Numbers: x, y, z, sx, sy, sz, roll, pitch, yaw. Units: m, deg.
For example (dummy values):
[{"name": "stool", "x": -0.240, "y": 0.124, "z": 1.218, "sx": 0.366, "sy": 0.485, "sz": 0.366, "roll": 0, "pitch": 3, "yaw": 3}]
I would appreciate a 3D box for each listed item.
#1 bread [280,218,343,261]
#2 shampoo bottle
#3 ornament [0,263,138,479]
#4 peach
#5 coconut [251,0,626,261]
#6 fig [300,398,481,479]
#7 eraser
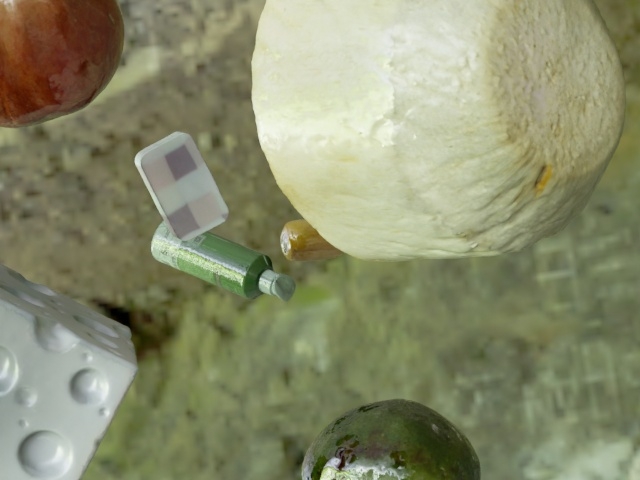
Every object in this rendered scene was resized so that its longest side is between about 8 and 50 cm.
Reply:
[{"name": "bread", "x": 0.001, "y": 0.000, "z": 2.250, "sx": 0.103, "sy": 0.049, "sz": 0.062, "roll": -6, "pitch": 142, "yaw": -18}, {"name": "shampoo bottle", "x": -0.119, "y": 0.029, "z": 2.180, "sx": 0.204, "sy": 0.065, "sz": 0.065, "roll": 22, "pitch": -172, "yaw": 30}, {"name": "ornament", "x": -0.355, "y": 0.166, "z": 1.850, "sx": 0.239, "sy": 0.240, "sz": 0.240, "roll": 28, "pitch": -178, "yaw": -11}, {"name": "peach", "x": -0.326, "y": -0.221, "z": 1.877, "sx": 0.232, "sy": 0.232, "sz": 0.257, "roll": -7, "pitch": 135, "yaw": -6}, {"name": "coconut", "x": 0.081, "y": -0.126, "z": 1.437, "sx": 0.329, "sy": 0.329, "sz": 0.329, "roll": -8, "pitch": 172, "yaw": -1}, {"name": "fig", "x": 0.074, "y": 0.247, "z": 1.907, "sx": 0.195, "sy": 0.195, "sz": 0.245, "roll": -8, "pitch": -153, "yaw": 2}, {"name": "eraser", "x": -0.145, "y": -0.057, "z": 1.811, "sx": 0.065, "sy": 0.105, "sz": 0.026, "roll": -29, "pitch": -164, "yaw": -16}]
